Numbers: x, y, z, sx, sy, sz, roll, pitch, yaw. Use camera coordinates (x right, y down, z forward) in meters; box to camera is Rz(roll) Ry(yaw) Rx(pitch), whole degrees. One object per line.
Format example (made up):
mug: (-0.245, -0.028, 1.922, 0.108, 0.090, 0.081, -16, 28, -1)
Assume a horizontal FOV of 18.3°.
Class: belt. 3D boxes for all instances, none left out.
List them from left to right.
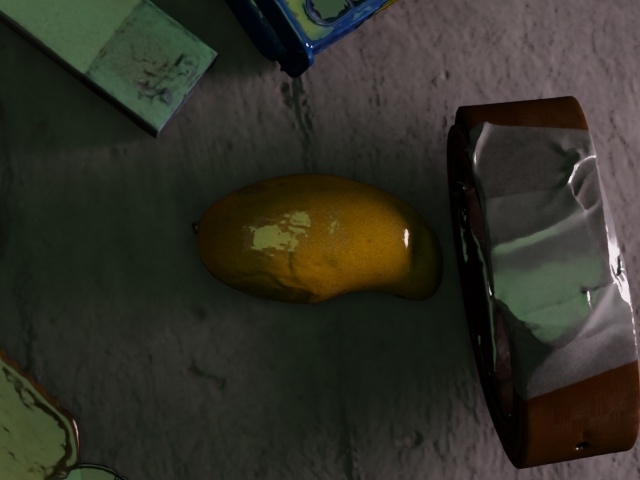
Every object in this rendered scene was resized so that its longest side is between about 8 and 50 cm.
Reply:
belt: (0.157, 0.029, 1.419, 0.105, 0.184, 0.261, -7, 90, -5)

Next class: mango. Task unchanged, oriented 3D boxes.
mango: (0.000, 0.000, 1.459, 0.190, 0.075, 0.098, 5, 104, -9)

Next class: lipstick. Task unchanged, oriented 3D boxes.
lipstick: (-0.244, -0.216, 1.438, 0.371, 0.076, 0.080, 37, 87, -4)

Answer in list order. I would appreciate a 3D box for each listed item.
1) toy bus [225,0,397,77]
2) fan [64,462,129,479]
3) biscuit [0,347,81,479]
toy bus: (-0.032, -0.279, 1.429, 0.175, 0.138, 0.287, -34, 93, -6)
fan: (-0.212, 0.216, 1.468, 0.227, 0.008, 0.152, 34, 86, -4)
biscuit: (-0.325, 0.150, 1.448, 0.237, 0.013, 0.232, 43, 87, 0)
